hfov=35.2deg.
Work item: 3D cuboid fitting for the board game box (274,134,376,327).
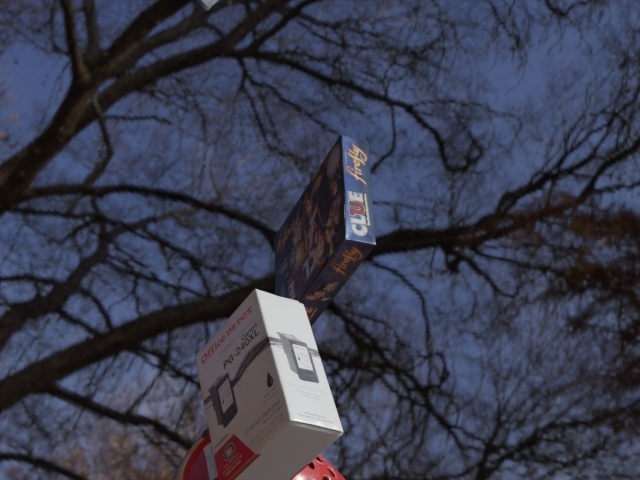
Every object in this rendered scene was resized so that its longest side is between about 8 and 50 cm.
[{"bbox_3d":[0.000,0.000,1.335,0.042,0.165,0.243,12,-38,-19],"label":"board game box"}]

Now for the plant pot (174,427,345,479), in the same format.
[{"bbox_3d":[-0.084,0.328,1.292,0.191,0.191,0.174,-22,-57,39],"label":"plant pot"}]

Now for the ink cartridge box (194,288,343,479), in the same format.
[{"bbox_3d":[-0.052,0.136,0.913,0.063,0.150,0.109,20,-55,-35],"label":"ink cartridge box"}]

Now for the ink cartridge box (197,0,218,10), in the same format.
[{"bbox_3d":[-0.120,-0.253,0.674,0.181,0.061,0.104,52,3,21],"label":"ink cartridge box"}]
